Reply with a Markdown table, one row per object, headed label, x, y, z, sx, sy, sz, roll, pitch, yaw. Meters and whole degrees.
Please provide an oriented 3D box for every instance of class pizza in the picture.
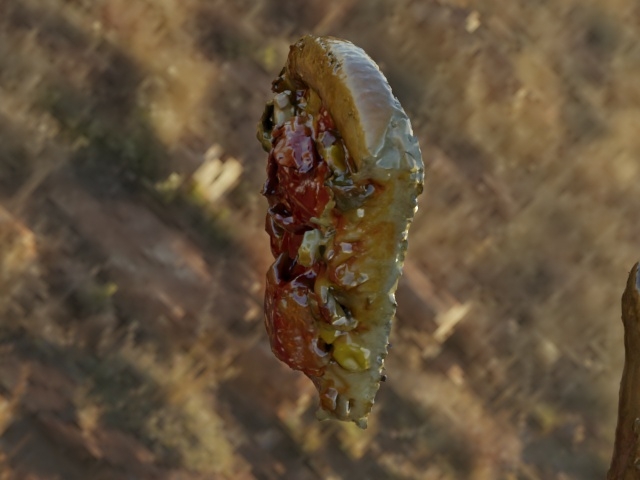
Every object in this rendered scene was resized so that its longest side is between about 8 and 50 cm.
| label | x | y | z | sx | sy | sz | roll | pitch | yaw |
| --- | --- | --- | --- | --- | --- | --- | --- | --- | --- |
| pizza | 0.000 | 0.000 | 0.850 | 0.053 | 0.193 | 0.201 | -5 | 6 | -13 |

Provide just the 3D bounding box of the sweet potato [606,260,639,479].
| label | x | y | z | sx | sy | sz | roll | pitch | yaw |
| --- | --- | --- | --- | --- | --- | --- | --- | --- | --- |
| sweet potato | 0.134 | 0.107 | 0.686 | 0.068 | 0.060 | 0.206 | 118 | -28 | -72 |
